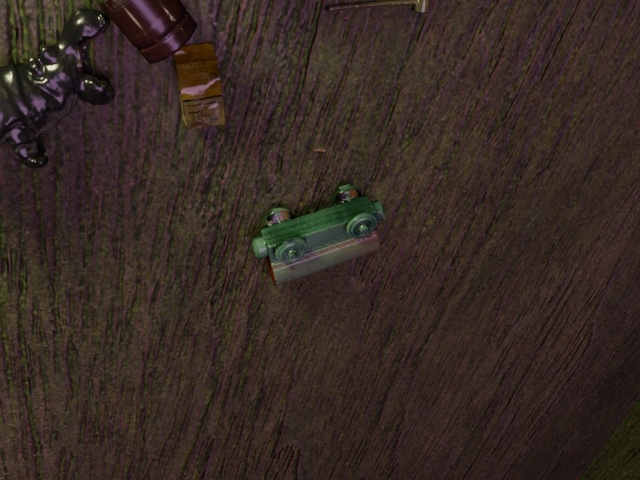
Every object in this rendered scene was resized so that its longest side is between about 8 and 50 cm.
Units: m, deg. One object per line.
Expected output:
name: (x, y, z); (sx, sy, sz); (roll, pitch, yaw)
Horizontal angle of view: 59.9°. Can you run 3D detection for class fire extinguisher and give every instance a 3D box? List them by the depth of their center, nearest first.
fire extinguisher: (-0.299, -0.410, 0.739); (0.141, 0.105, 0.341); (-48, 130, -11)

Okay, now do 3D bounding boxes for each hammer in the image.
hammer: (0.102, -0.420, 0.961); (0.195, 0.028, 0.060); (-11, 121, -16)

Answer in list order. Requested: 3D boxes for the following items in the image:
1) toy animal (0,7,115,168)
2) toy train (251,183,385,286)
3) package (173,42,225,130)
toy animal: (-0.439, -0.201, 0.819); (0.343, 0.106, 0.168); (-30, 123, -11)
toy train: (0.000, 0.000, 1.159); (0.285, 0.116, 0.177); (-19, 141, -12)
package: (-0.201, -0.254, 0.923); (0.070, 0.047, 0.131); (-9, 127, -15)
